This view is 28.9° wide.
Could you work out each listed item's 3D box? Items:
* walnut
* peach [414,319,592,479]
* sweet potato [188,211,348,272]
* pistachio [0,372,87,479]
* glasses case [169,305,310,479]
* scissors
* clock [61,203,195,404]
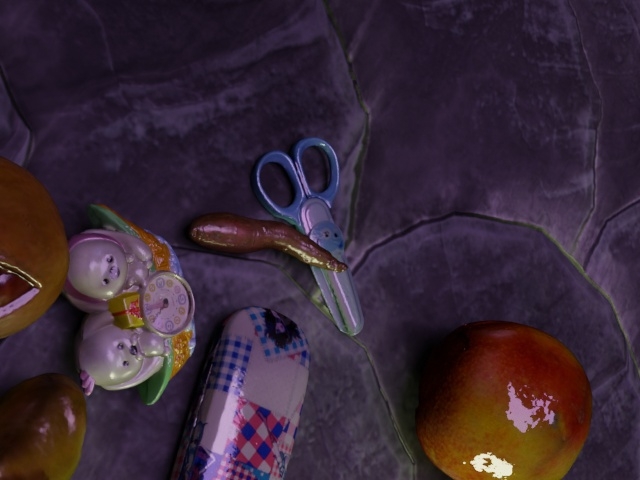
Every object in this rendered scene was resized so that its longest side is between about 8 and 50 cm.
[{"bbox_3d":[-0.389,0.011,1.195,0.297,0.203,0.203,0,83,-34],"label":"walnut"},{"bbox_3d":[0.234,0.214,1.596,0.231,0.231,0.231,6,80,-35],"label":"peach"},{"bbox_3d":[-0.063,0.001,1.503,0.214,0.050,0.050,12,76,-27],"label":"sweet potato"},{"bbox_3d":[-0.313,0.220,1.265,0.189,0.110,0.100,-60,147,-39],"label":"pistachio"},{"bbox_3d":[-0.097,0.236,1.437,0.125,0.076,0.328,26,68,-29],"label":"glasses case"},{"bbox_3d":[0.000,0.000,1.571,0.125,0.030,0.256,-24,97,-32],"label":"scissors"},{"bbox_3d":[-0.219,0.071,1.357,0.144,0.103,0.231,-18,95,-45],"label":"clock"}]
